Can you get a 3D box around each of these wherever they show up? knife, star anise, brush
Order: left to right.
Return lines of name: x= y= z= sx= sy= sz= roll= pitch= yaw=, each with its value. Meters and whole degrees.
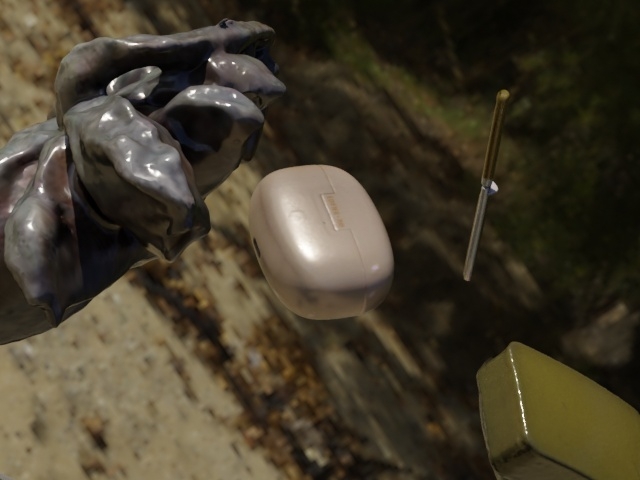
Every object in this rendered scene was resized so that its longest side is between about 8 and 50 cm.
star anise: x=-0.137 y=-0.055 z=1.028 sx=0.139 sy=0.316 sz=0.359 roll=57 pitch=-13 yaw=-13
knife: x=0.190 y=-0.057 z=1.830 sx=0.046 sy=0.022 sz=0.256 roll=-72 pitch=172 yaw=-59
brush: x=0.226 y=0.182 z=1.467 sx=0.197 sy=0.059 sz=0.123 roll=31 pitch=40 yaw=-33

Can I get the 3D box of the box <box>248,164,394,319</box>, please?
box: x=0.000 y=0.000 z=1.763 sx=0.088 sy=0.146 sz=0.200 roll=104 pitch=-28 yaw=-45

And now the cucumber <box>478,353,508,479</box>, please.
cucumber: x=0.253 y=0.236 z=2.029 sx=0.063 sy=0.115 sz=0.244 roll=62 pitch=5 yaw=-48

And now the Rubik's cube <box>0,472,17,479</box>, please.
Rubik's cube: x=-0.314 y=0.346 z=1.383 sx=0.307 sy=0.305 sz=0.310 roll=29 pitch=-8 yaw=-14
